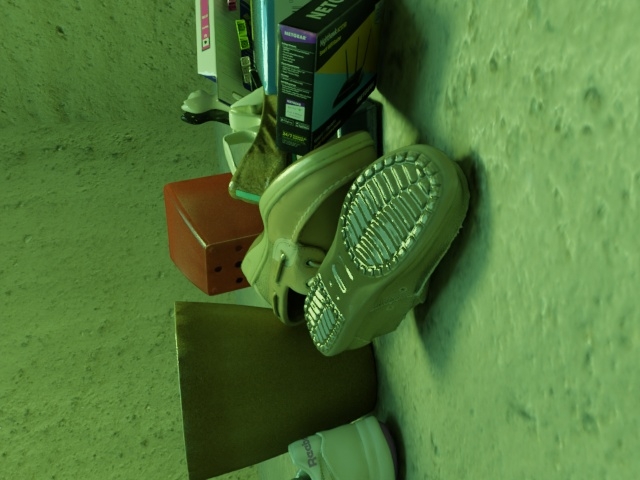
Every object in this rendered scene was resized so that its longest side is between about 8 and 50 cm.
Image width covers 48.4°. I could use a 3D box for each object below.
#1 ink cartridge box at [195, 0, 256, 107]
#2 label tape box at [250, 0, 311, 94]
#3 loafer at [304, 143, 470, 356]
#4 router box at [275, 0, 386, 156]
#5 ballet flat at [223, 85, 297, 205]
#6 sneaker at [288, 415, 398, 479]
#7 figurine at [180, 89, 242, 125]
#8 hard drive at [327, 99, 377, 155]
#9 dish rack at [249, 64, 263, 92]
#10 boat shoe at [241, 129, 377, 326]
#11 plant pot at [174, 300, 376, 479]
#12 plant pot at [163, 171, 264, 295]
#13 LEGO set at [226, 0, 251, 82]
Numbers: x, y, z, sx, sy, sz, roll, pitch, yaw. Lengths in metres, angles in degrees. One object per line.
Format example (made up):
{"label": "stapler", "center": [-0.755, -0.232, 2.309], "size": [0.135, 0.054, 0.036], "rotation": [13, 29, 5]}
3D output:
{"label": "ink cartridge box", "center": [-0.211, -0.460, 1.668], "size": [0.176, 0.069, 0.370], "rotation": [18, -119, -56]}
{"label": "label tape box", "center": [-0.043, -0.359, 1.023], "size": [0.347, 0.115, 0.249], "rotation": [-107, 15, -69]}
{"label": "loafer", "center": [0.067, 0.012, 0.679], "size": [0.102, 0.092, 0.268], "rotation": [64, 143, 28]}
{"label": "router box", "center": [0.013, -0.185, 0.735], "size": [0.179, 0.046, 0.133], "rotation": [-53, -25, -46]}
{"label": "ballet flat", "center": [-0.087, -0.165, 1.109], "size": [0.342, 0.124, 0.116], "rotation": [-88, -5, -48]}
{"label": "sneaker", "center": [0.016, 0.357, 0.912], "size": [0.114, 0.152, 0.305], "rotation": [-122, 28, -62]}
{"label": "figurine", "center": [-0.270, -0.355, 1.914], "size": [0.215, 0.210, 0.092], "rotation": [160, 105, -78]}
{"label": "hard drive", "center": [0.020, -0.106, 0.947], "size": [0.255, 0.054, 0.171], "rotation": [-135, 42, -73]}
{"label": "dish rack", "center": [-0.088, -0.386, 1.336], "size": [0.208, 0.074, 0.271], "rotation": [-115, 24, -59]}
{"label": "boat shoe", "center": [0.000, 0.000, 0.792], "size": [0.110, 0.122, 0.341], "rotation": [59, 157, 14]}
{"label": "plant pot", "center": [-0.062, 0.189, 0.967], "size": [0.237, 0.255, 0.237], "rotation": [175, 90, -78]}
{"label": "plant pot", "center": [-0.257, -0.006, 1.935], "size": [0.235, 0.267, 0.267], "rotation": [-125, 29, -45]}
{"label": "LEGO set", "center": [-0.155, -0.471, 1.625], "size": [0.093, 0.087, 0.227], "rotation": [-163, 62, -81]}
